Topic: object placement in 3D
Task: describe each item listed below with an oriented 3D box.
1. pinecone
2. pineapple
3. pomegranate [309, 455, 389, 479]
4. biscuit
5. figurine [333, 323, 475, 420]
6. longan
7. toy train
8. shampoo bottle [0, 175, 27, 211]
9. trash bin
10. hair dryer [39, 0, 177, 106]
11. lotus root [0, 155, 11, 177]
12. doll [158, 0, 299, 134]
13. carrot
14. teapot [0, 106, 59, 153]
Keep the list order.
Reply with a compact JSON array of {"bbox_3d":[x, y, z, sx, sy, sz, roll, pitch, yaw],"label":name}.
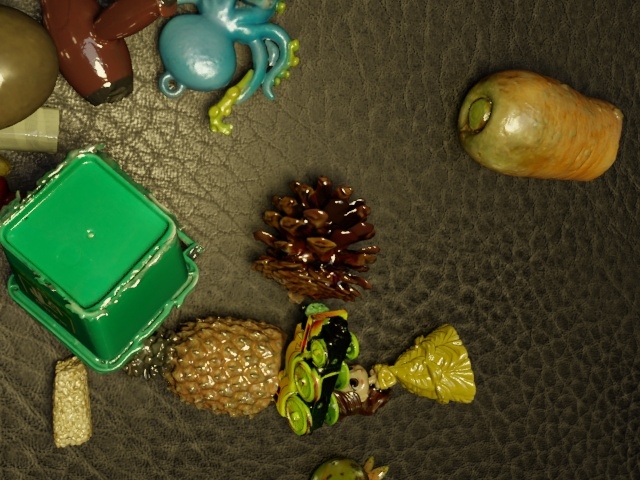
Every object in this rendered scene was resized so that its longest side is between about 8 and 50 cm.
[{"bbox_3d":[-0.009,-0.005,1.327,0.264,0.264,0.264,-4,103,-20],"label":"pinecone"},{"bbox_3d":[-0.249,0.222,1.323,0.362,0.202,0.202,15,96,-9],"label":"pineapple"},{"bbox_3d":[0.070,0.562,1.528,0.220,0.156,0.156,4,100,-24],"label":"pomegranate"},{"bbox_3d":[-0.473,0.306,1.300,0.070,0.082,0.168,-4,102,-22],"label":"biscuit"},{"bbox_3d":[0.153,0.300,1.500,0.315,0.168,0.187,-11,62,-10],"label":"figurine"},{"bbox_3d":[-0.509,-0.270,1.063,0.198,0.198,0.212,47,48,-23],"label":"longan"},{"bbox_3d":[-0.015,0.256,1.382,0.101,0.160,0.296,-6,126,-33],"label":"toy train"},{"bbox_3d":[-0.625,-0.073,1.138,0.314,0.076,0.118,13,105,-14],"label":"shampoo bottle"},{"bbox_3d":[-0.338,0.024,1.103,0.259,0.381,0.295,41,70,0],"label":"trash bin"},{"bbox_3d":[-0.335,-0.394,1.084,0.123,0.340,0.312,-36,109,-46],"label":"hair dryer"},{"bbox_3d":[-0.585,-0.133,1.178,0.099,0.054,0.049,13,77,-19],"label":"lotus root"},{"bbox_3d":[-0.196,-0.404,1.252,0.346,0.099,0.341,38,77,-17],"label":"doll"},{"bbox_3d":[0.465,-0.237,1.463,0.341,0.224,0.224,9,98,-25],"label":"carrot"},{"bbox_3d":[-0.551,-0.210,1.165,0.200,0.077,0.107,2,76,-22],"label":"teapot"}]
